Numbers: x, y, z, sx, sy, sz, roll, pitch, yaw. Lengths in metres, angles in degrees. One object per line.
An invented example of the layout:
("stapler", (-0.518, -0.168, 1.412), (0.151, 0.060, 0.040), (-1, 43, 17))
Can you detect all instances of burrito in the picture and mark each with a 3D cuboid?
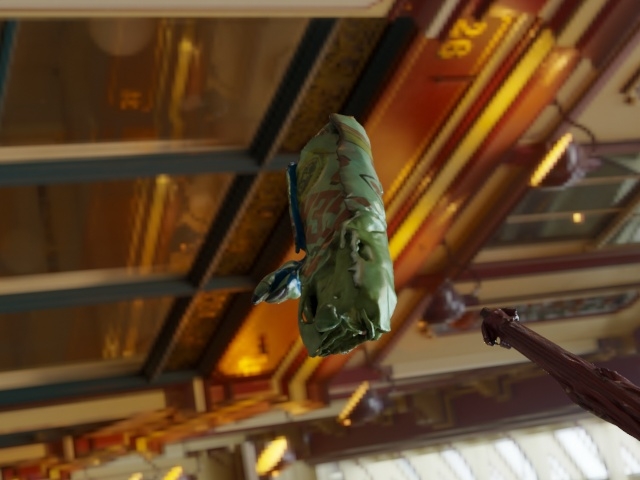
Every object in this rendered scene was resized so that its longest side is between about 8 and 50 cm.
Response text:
("burrito", (0.000, 0.000, 0.875), (0.104, 0.054, 0.288), (-40, -155, 17))

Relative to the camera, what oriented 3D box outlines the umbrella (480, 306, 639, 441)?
("umbrella", (0.149, 0.081, 0.670), (0.165, 0.025, 0.027), (35, -88, 32))
